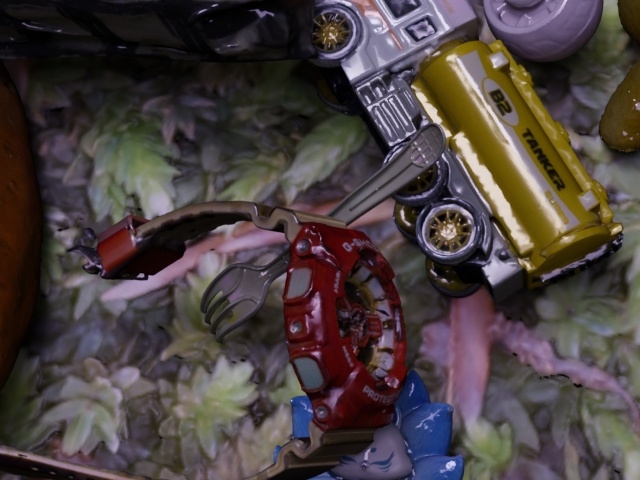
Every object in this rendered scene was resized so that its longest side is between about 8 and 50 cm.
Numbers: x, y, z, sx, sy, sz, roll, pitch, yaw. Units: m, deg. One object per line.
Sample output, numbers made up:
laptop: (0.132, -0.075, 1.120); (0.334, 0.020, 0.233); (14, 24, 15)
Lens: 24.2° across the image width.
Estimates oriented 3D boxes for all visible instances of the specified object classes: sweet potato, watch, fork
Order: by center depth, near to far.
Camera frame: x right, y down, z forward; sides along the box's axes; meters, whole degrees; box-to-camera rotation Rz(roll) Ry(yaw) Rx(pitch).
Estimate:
watch: (-0.080, 0.063, 0.847); (0.268, 0.102, 0.165); (-2, 83, 30)
fork: (-0.004, 0.000, 0.862); (0.219, 0.028, 0.034); (-39, 64, 34)
sweet potato: (-0.227, 0.022, 0.911); (0.112, 0.112, 0.359); (4, 55, 9)

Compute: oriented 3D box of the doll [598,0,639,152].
doll: (0.241, -0.093, 0.902); (0.137, 0.097, 0.210); (-6, 87, 39)

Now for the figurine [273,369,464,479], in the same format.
figurine: (0.029, 0.115, 0.860); (0.114, 0.079, 0.114); (-4, 75, 14)

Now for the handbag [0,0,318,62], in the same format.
handbag: (-0.126, -0.264, 0.926); (0.327, 0.162, 0.325); (8, 64, 17)

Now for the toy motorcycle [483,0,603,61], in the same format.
toy motorcycle: (0.130, -0.231, 0.952); (0.112, 0.112, 0.254); (1, 73, 8)

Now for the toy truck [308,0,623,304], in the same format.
toy truck: (0.081, -0.065, 0.900); (0.114, 0.098, 0.227); (-30, 73, -1)
